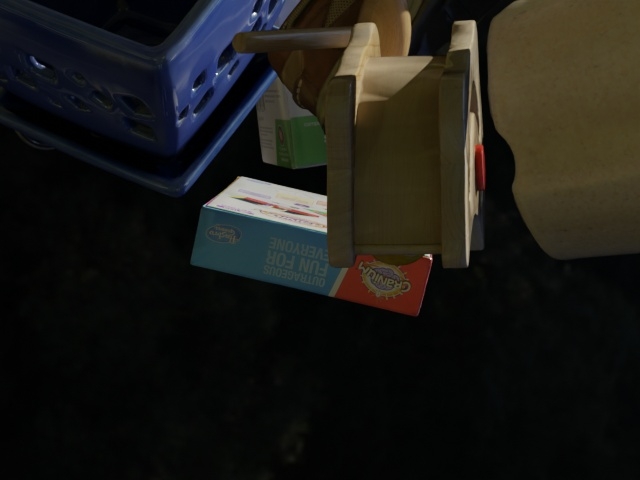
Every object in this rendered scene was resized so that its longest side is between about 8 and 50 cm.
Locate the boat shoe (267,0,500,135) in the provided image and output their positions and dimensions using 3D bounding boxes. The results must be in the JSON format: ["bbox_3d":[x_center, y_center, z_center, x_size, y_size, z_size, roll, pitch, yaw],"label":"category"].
[{"bbox_3d":[0.083,-0.221,1.205,0.324,0.120,0.122,-49,154,-3],"label":"boat shoe"}]

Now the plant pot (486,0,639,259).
[{"bbox_3d":[0.312,-0.122,1.361,0.334,0.305,0.334,-12,90,-69],"label":"plant pot"}]

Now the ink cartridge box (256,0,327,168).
[{"bbox_3d":[-0.013,-0.182,1.612,0.154,0.093,0.212,-158,-121,-77],"label":"ink cartridge box"}]

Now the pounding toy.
[{"bbox_3d":[0.024,-0.052,1.030,0.269,0.155,0.154,-71,158,-67],"label":"pounding toy"}]

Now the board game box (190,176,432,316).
[{"bbox_3d":[0.000,0.000,1.828,0.316,0.242,0.064,-58,161,-81],"label":"board game box"}]

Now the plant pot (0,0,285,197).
[{"bbox_3d":[-0.156,-0.188,1.395,0.236,0.236,0.212,-56,157,-31],"label":"plant pot"}]

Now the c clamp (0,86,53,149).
[{"bbox_3d":[-0.242,-0.156,1.583,0.022,0.137,0.160,6,-58,62],"label":"c clamp"}]
